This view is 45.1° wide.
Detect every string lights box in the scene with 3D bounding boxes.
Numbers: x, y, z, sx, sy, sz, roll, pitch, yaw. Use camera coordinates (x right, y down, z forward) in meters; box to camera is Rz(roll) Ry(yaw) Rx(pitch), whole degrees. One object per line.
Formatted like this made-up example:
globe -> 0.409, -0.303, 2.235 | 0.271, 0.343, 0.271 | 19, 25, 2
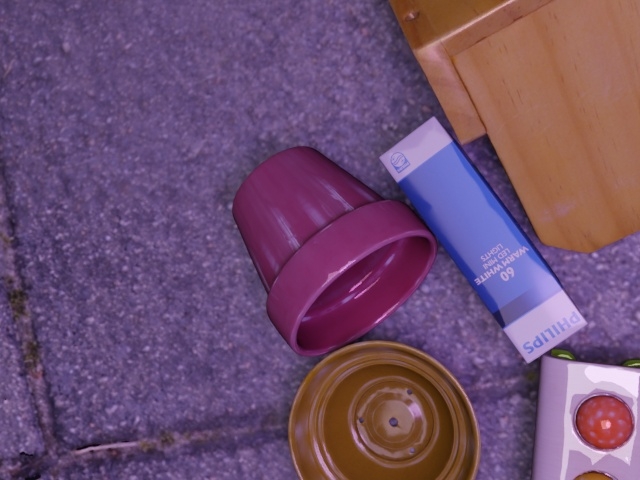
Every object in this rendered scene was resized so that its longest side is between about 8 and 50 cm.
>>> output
string lights box -> 0.178, -0.004, 0.839 | 0.076, 0.133, 0.260 | -36, 81, 12

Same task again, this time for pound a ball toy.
pound a ball toy -> 0.326, 0.238, 0.802 | 0.208, 0.135, 0.319 | 5, 93, 15

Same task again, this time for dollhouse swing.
dollhouse swing -> 0.296, -0.223, 0.844 | 0.346, 0.305, 0.315 | -28, 42, 14

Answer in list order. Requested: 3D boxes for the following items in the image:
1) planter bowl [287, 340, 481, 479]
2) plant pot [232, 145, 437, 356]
planter bowl -> 0.078, 0.219, 0.891 | 0.217, 0.090, 0.217 | 0, 90, 16
plant pot -> 0.000, 0.000, 0.868 | 0.201, 0.201, 0.180 | -45, 64, 11
